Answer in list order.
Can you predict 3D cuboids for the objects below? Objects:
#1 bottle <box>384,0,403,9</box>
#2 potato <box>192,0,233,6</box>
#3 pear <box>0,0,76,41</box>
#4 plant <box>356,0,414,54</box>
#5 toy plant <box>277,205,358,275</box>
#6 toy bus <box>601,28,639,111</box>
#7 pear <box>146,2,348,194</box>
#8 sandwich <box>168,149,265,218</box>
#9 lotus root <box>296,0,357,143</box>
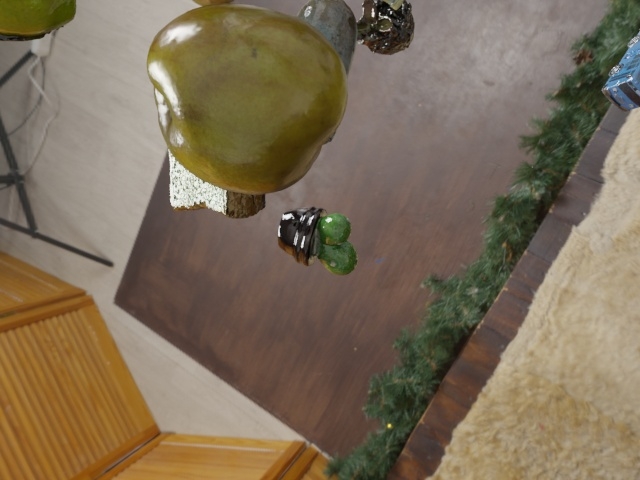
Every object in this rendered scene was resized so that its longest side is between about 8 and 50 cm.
[{"bbox_3d":[0.131,-0.778,1.539,0.270,0.083,0.083,30,110,-14],"label":"bottle"},{"bbox_3d":[-0.251,-0.621,1.081,0.229,0.266,0.229,-5,60,9],"label":"potato"},{"bbox_3d":[-0.450,-0.418,0.643,0.292,0.159,0.292,23,133,26],"label":"pear"},{"bbox_3d":[0.221,-0.739,1.778,0.204,0.234,0.178,-5,90,28],"label":"plant"},{"bbox_3d":[0.000,0.000,1.524,0.235,0.175,0.218,16,142,13],"label":"toy plant"},{"bbox_3d":[0.912,-0.487,1.451,0.116,0.133,0.234,36,83,-14],"label":"toy bus"},{"bbox_3d":[-0.073,-0.141,0.526,0.200,0.200,0.200,3,99,22],"label":"pear"},{"bbox_3d":[-0.227,-0.178,1.094,0.273,0.095,0.249,9,104,49],"label":"sandwich"},{"bbox_3d":[-0.010,-0.340,1.044,0.140,0.158,0.322,11,71,-4],"label":"lotus root"}]
